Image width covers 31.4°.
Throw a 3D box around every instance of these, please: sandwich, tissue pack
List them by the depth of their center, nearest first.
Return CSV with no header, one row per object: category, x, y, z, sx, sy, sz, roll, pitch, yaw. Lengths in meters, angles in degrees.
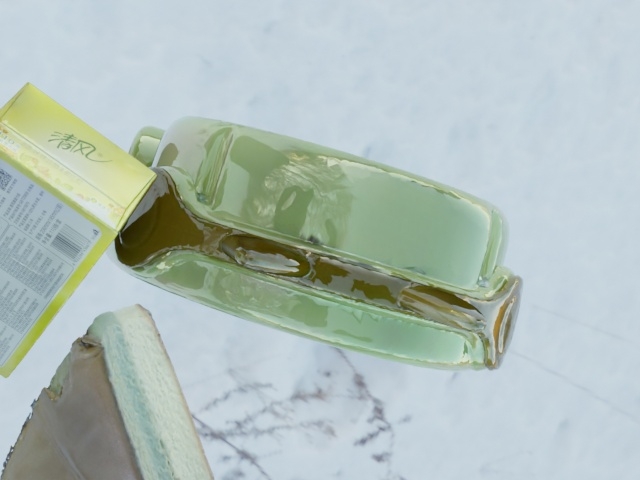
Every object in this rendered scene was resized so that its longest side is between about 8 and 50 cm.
tissue pack,-0.185,-0.001,0.697,0.095,0.176,0.062,35,42,-9
sandwich,-0.184,0.202,1.101,0.108,0.186,0.220,-14,136,-61

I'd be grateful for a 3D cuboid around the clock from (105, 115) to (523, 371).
clock,0.000,0.000,0.788,0.286,0.348,0.117,17,90,-11
